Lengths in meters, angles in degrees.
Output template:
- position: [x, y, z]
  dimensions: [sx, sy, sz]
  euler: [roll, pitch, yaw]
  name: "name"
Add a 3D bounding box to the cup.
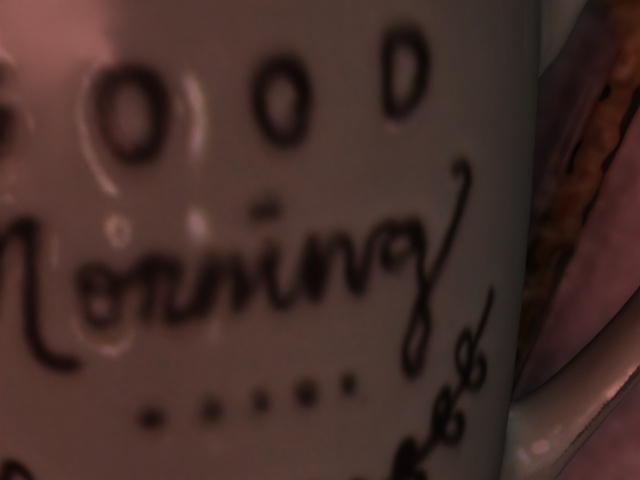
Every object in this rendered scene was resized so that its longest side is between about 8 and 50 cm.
- position: [0.000, 0.000, 0.459]
  dimensions: [0.258, 0.186, 0.234]
  euler: [-6, 102, -6]
  name: "cup"
